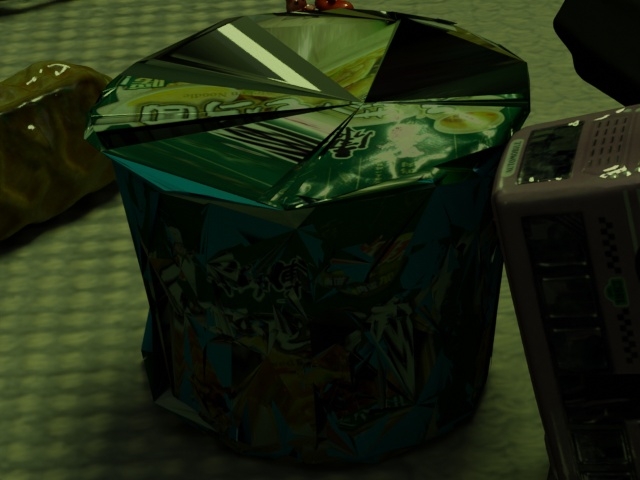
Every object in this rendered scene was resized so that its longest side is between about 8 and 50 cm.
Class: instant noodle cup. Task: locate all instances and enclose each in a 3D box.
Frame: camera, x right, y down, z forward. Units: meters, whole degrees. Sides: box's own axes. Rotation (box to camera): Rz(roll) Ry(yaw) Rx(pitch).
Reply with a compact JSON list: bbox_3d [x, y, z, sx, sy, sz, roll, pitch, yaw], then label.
[{"bbox_3d":[0.000,0.000,0.992,0.240,0.178,0.240,-3,29,1],"label":"instant noodle cup"}]

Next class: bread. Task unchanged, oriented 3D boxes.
[{"bbox_3d":[-0.231,-0.043,1.187,0.098,0.087,0.269,22,38,39],"label":"bread"}]

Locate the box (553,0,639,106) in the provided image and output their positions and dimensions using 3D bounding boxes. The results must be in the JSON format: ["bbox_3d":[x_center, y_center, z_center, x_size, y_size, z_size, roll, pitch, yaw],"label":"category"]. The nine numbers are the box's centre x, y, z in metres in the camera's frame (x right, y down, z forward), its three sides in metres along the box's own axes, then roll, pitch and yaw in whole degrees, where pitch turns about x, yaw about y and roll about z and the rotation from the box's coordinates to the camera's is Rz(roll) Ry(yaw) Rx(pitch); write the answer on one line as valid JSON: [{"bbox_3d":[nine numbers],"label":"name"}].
[{"bbox_3d":[0.288,-0.035,1.004,0.290,0.073,0.289,24,15,-35],"label":"box"}]

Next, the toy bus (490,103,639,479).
[{"bbox_3d":[0.148,0.040,0.893,0.108,0.199,0.096,-6,28,18],"label":"toy bus"}]

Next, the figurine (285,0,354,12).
[{"bbox_3d":[0.035,-0.130,1.336,0.068,0.075,0.140,-26,47,-38],"label":"figurine"}]
